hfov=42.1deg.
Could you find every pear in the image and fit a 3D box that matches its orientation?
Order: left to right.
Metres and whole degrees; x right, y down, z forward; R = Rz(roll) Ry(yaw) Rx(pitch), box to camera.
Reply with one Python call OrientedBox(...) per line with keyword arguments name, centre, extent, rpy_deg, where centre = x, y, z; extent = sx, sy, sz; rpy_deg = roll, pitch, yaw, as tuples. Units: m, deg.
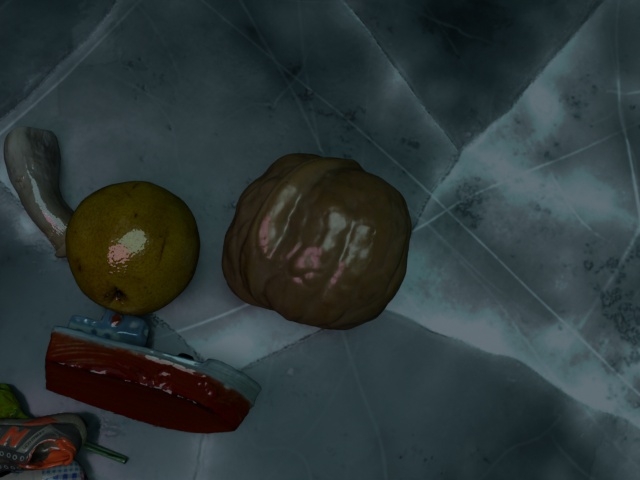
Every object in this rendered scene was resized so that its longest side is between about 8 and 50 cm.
OrientedBox(name="pear", centre=(-0.291, 0.016, 1.290), extent=(0.208, 0.209, 0.209), rpy_deg=(1, 79, -7))

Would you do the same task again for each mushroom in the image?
OrientedBox(name="mushroom", centre=(-0.447, -0.078, 1.353), extent=(0.081, 0.092, 0.223), rpy_deg=(-31, 78, 32))

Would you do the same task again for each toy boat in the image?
OrientedBox(name="toy boat", centre=(-0.255, 0.202, 1.301), extent=(0.331, 0.145, 0.133), rpy_deg=(18, 50, -4))

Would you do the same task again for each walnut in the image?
OrientedBox(name="walnut", centre=(0.000, 0.000, 1.304), extent=(0.296, 0.285, 0.285), rpy_deg=(25, 74, 35))

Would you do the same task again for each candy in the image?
OrientedBox(name="candy", centre=(-0.426, 0.299, 1.300), extent=(0.262, 0.073, 0.077), rpy_deg=(24, 96, -9))

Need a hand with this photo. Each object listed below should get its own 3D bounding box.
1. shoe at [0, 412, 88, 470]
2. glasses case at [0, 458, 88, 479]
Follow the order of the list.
OrientedBox(name="shoe", centre=(-0.445, 0.308, 1.229), extent=(0.194, 0.077, 0.074), rpy_deg=(-9, 113, -5))
OrientedBox(name="glasses case", centre=(-0.510, 0.421, 1.250), extent=(0.327, 0.076, 0.125), rpy_deg=(-16, 84, -9))
